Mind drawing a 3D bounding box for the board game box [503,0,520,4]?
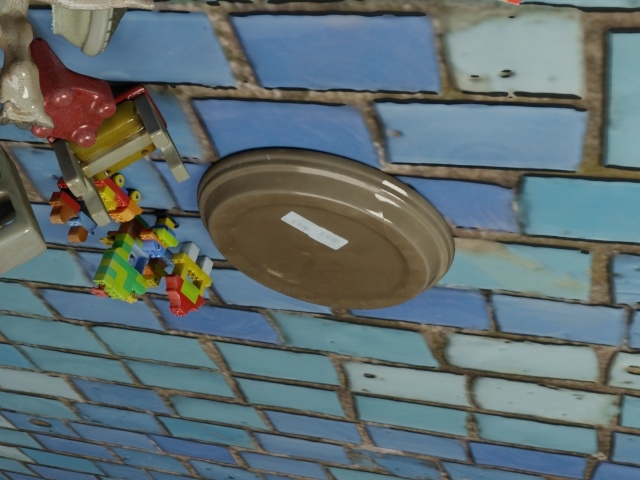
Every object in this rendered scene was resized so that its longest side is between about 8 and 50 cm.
[{"bbox_3d":[0.111,-0.236,0.506,0.045,0.146,0.193,15,152,2],"label":"board game box"}]

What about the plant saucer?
[{"bbox_3d":[0.000,0.000,1.091,0.278,0.041,0.278,13,151,7],"label":"plant saucer"}]

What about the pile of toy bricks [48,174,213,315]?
[{"bbox_3d":[-0.222,0.020,1.165,0.118,0.105,0.212,-3,146,31],"label":"pile of toy bricks"}]

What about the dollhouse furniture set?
[{"bbox_3d":[-0.334,-0.072,0.918,0.374,0.152,0.201,-29,147,-4],"label":"dollhouse furniture set"}]

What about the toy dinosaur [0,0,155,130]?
[{"bbox_3d":[-0.248,-0.174,0.676,0.296,0.200,0.127,-9,165,32],"label":"toy dinosaur"}]

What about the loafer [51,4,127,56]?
[{"bbox_3d":[-0.165,-0.238,0.698,0.092,0.102,0.268,17,142,0],"label":"loafer"}]
